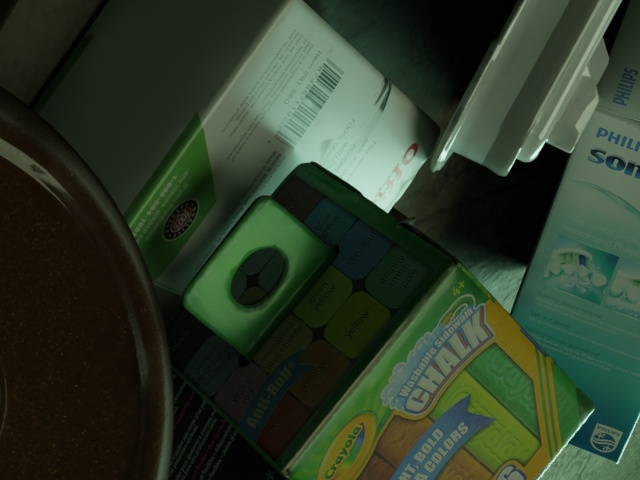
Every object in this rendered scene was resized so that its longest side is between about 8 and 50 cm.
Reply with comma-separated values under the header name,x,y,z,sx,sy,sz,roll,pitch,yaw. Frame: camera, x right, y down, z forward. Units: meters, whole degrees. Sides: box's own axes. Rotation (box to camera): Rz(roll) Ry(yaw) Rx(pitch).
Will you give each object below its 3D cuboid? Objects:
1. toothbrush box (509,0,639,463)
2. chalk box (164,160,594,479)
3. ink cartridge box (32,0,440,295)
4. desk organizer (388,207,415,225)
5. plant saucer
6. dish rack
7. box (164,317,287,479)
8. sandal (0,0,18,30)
name,x,y,z,sx,sy,sz,roll,pitch,yaw
toothbrush box,0.241,-0.013,1.214,0.216,0.126,0.295,-58,165,-54
chalk box,0.017,0.059,0.784,0.132,0.132,0.213,-50,135,-3
ink cartridge box,-0.045,-0.050,0.836,0.160,0.092,0.219,-54,153,2
desk organizer,0.000,0.000,1.010,0.130,0.050,0.047,-13,133,-52
plant saucer,-0.172,0.062,0.607,0.310,0.050,0.310,11,74,-42
dish rack,0.184,-0.189,0.944,0.333,0.072,0.285,-64,174,17
box,-0.068,0.186,1.023,0.163,0.142,0.247,3,119,-60
sandal,-0.178,-0.086,0.550,0.120,0.086,0.303,56,47,-28
